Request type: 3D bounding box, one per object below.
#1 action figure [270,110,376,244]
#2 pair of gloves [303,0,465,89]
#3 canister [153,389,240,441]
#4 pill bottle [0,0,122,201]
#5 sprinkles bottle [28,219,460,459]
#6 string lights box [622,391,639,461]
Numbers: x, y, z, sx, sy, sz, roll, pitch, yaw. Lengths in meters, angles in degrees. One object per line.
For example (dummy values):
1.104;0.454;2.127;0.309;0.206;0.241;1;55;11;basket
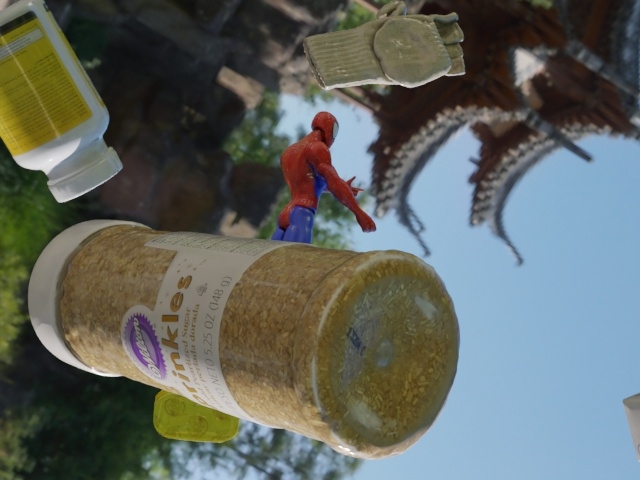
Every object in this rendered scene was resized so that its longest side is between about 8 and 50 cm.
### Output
0.000;0.000;1.167;0.091;0.139;0.280;-7;-114;57;action figure
0.070;-0.291;1.287;0.042;0.204;0.240;125;-43;-62;pair of gloves
-0.183;0.235;1.619;0.170;0.126;0.073;-99;-165;-75;canister
-0.269;-0.134;1.029;0.103;0.184;0.103;-25;-163;8;pill bottle
-0.071;0.053;0.725;0.355;0.121;0.121;5;-115;50;sprinkles bottle
0.442;0.182;1.058;0.259;0.133;0.077;-6;-80;67;string lights box
